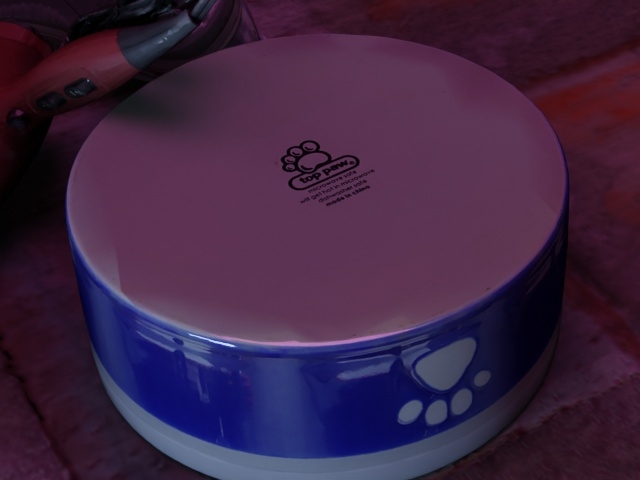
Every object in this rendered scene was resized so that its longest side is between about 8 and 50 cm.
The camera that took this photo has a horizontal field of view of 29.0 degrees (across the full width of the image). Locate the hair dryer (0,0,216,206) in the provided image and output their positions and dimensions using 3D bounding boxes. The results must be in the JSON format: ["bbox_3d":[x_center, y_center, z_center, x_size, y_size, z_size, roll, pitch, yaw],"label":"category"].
[{"bbox_3d":[-0.167,-0.094,0.707,0.293,0.080,0.223,-52,22,1],"label":"hair dryer"}]

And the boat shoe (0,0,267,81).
[{"bbox_3d":[-0.172,-0.182,0.907,0.320,0.103,0.118,22,79,33],"label":"boat shoe"}]

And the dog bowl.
[{"bbox_3d":[0.000,0.000,0.670,0.265,0.104,0.265,-2,41,2],"label":"dog bowl"}]
